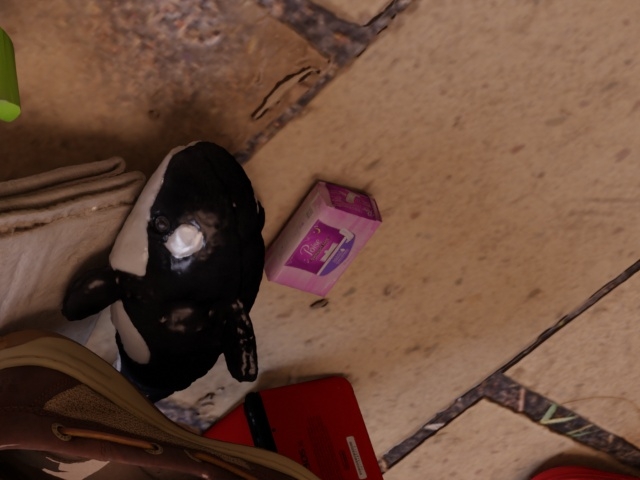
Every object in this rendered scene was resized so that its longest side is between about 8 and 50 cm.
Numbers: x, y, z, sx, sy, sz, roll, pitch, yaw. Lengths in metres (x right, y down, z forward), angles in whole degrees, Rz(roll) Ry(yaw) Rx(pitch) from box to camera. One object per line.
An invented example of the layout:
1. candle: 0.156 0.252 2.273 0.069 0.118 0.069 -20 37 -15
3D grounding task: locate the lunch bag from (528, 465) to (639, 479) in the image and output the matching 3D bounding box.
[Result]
1. lunch bag: 0.222 0.335 1.280 0.258 0.120 0.293 12 130 -23

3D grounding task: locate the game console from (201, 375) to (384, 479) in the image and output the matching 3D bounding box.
1. game console: -0.022 0.193 1.067 0.124 0.144 0.085 -10 150 -17

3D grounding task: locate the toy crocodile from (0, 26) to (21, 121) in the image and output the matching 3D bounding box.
1. toy crocodile: -0.320 -0.033 0.788 0.340 0.115 0.105 -33 153 19

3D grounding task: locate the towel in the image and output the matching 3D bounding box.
1. towel: -0.228 0.061 0.891 0.187 0.049 0.282 -15 147 -45

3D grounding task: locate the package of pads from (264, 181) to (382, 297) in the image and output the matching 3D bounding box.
1. package of pads: 0.000 0.000 0.957 0.050 0.032 0.083 16 128 -29

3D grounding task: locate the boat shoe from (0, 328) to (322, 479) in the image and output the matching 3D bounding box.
1. boat shoe: -0.086 0.189 0.892 0.123 0.123 0.342 -44 117 12

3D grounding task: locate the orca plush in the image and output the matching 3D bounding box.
1. orca plush: -0.092 0.066 0.912 0.151 0.102 0.287 -12 145 -47
